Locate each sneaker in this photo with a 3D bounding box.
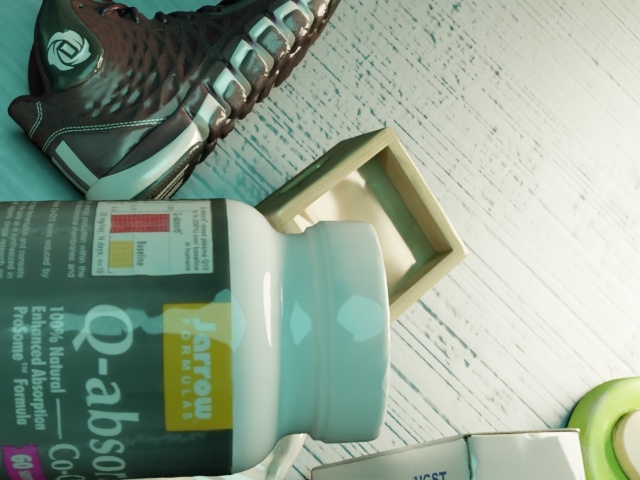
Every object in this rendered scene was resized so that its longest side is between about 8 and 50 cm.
[{"bbox_3d":[-0.105,-0.154,0.747,0.162,0.106,0.281,41,65,-1],"label":"sneaker"}]

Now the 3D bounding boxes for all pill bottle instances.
[{"bbox_3d":[-0.107,0.056,0.614,0.278,0.162,0.162,-1,73,-6],"label":"pill bottle"}]

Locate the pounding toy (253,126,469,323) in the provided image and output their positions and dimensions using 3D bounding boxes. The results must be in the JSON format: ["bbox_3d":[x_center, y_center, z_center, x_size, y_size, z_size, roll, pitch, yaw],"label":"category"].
[{"bbox_3d":[0.000,0.000,0.749,0.141,0.100,0.130,-39,103,-24],"label":"pounding toy"}]

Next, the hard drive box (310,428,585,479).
[{"bbox_3d":[0.082,0.241,0.636,0.089,0.181,0.232,3,72,-30],"label":"hard drive box"}]

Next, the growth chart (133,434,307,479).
[{"bbox_3d":[-0.094,0.135,0.700,0.172,0.021,0.237,39,64,-4],"label":"growth chart"}]

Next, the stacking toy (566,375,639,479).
[{"bbox_3d":[0.240,0.238,0.730,0.309,0.130,0.279,-16,79,-24],"label":"stacking toy"}]
